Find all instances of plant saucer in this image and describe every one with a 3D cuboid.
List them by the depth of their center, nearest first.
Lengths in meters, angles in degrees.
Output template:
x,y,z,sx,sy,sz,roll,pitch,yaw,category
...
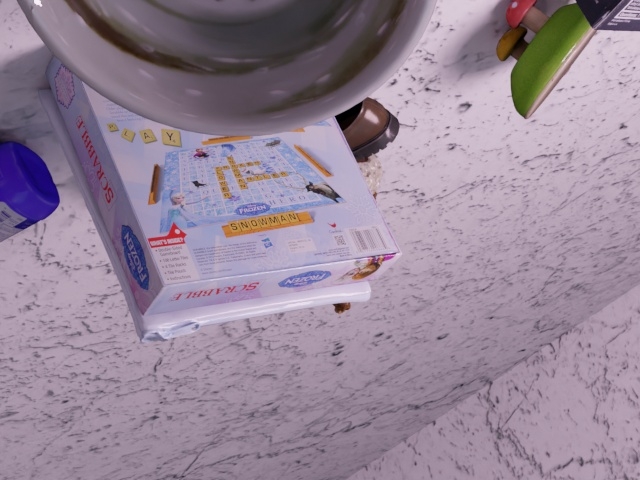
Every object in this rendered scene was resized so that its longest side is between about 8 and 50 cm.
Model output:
x,y,z,sx,sy,sz,roll,pitch,yaw,category
-0.086,-0.283,1.235,0.401,0.100,0.400,3,131,3,plant saucer

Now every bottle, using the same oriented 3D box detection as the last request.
x,y,z,sx,sy,sz,roll,pitch,yaw,category
-0.453,-0.015,1.600,0.283,0.092,0.118,-28,164,9,bottle

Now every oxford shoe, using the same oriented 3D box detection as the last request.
x,y,z,sx,sy,sz,roll,pitch,yaw,category
-0.013,-0.134,1.840,0.227,0.082,0.096,-32,135,20,oxford shoe

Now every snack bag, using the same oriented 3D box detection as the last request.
x,y,z,sx,sy,sz,roll,pitch,yaw,category
-0.124,-0.046,1.546,0.323,0.342,0.037,-8,151,-37,snack bag

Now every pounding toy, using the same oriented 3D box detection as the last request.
x,y,z,sx,sy,sz,roll,pitch,yaw,category
0.299,-0.277,1.827,0.183,0.110,0.237,-56,173,34,pounding toy

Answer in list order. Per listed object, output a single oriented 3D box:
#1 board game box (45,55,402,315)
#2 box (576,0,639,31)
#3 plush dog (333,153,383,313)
x,y,z,sx,sy,sz,roll,pitch,yaw,category
-0.107,-0.085,1.509,0.319,0.318,0.066,-6,152,-37,board game box
0.461,-0.401,1.572,0.296,0.182,0.294,-6,153,-42,box
0.000,0.000,2.019,0.262,0.210,0.225,-27,-179,3,plush dog
